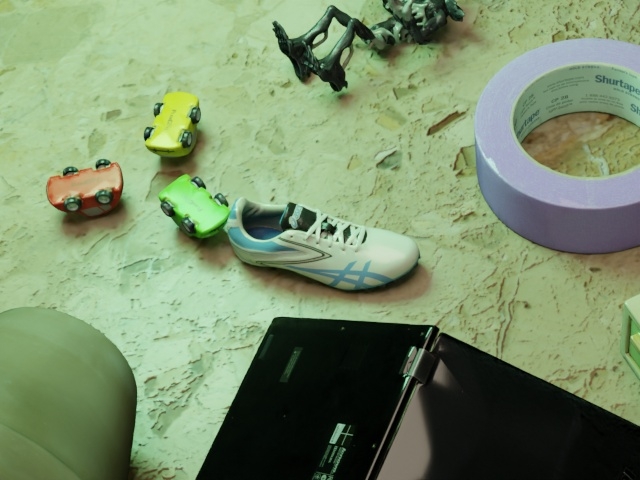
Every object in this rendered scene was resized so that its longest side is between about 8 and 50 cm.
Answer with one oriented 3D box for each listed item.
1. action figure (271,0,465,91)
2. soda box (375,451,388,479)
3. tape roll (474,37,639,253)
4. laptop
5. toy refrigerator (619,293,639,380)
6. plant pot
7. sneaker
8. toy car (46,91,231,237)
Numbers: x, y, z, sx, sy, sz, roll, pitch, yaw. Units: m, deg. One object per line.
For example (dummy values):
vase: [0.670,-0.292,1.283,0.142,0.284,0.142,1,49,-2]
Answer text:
action figure: [0.082,-0.315,1.768,0.275,0.141,0.164,-33,43,-14]
soda box: [0.097,0.281,1.354,0.053,0.060,0.169,-39,57,-14]
tape roll: [0.325,-0.118,1.608,0.274,0.090,0.275,-5,52,6]
laptop: [0.072,0.301,1.303,0.408,0.236,0.382,0,57,51]
toy refrigerator: [0.412,0.173,1.360,0.094,0.102,0.269,-22,53,-8]
plant pot: [-0.322,0.224,1.339,0.323,0.323,0.280,5,38,13]
sneaker: [0.000,0.000,1.572,0.237,0.086,0.085,9,53,14]
toy car: [-0.196,-0.065,1.673,0.239,0.053,0.225,-40,57,-19]
